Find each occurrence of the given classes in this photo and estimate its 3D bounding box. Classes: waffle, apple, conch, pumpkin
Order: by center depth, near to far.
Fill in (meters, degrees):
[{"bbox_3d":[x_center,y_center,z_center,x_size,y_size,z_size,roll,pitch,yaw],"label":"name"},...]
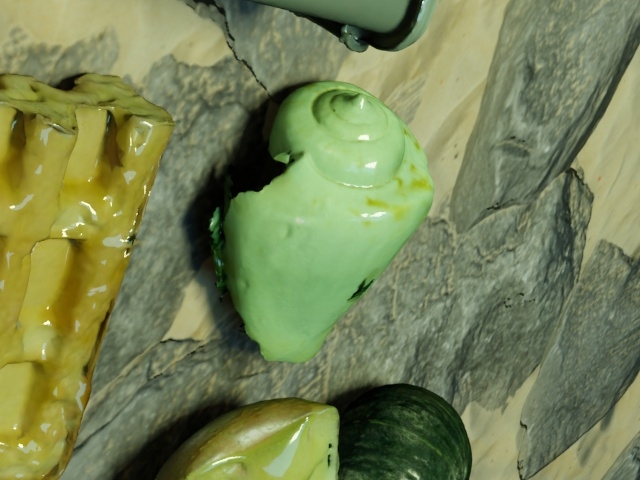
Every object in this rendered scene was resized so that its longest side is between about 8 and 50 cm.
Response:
[{"bbox_3d":[-0.268,0.041,0.723,0.348,0.077,0.304,1,117,-48],"label":"waffle"},{"bbox_3d":[-0.014,-0.007,0.950,0.251,0.137,0.143,-53,175,29],"label":"conch"},{"bbox_3d":[-0.089,0.242,1.039,0.193,0.120,0.265,-16,128,-26],"label":"apple"},{"bbox_3d":[0.060,0.238,1.159,0.211,0.152,0.212,8,90,-66],"label":"pumpkin"}]

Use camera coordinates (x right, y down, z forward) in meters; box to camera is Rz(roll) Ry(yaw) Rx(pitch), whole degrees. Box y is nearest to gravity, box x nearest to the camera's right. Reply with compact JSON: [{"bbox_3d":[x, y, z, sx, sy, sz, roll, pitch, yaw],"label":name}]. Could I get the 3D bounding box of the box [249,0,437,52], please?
[{"bbox_3d":[0.001,-0.245,0.744,0.135,0.163,0.243,1,118,-38],"label":"box"}]
